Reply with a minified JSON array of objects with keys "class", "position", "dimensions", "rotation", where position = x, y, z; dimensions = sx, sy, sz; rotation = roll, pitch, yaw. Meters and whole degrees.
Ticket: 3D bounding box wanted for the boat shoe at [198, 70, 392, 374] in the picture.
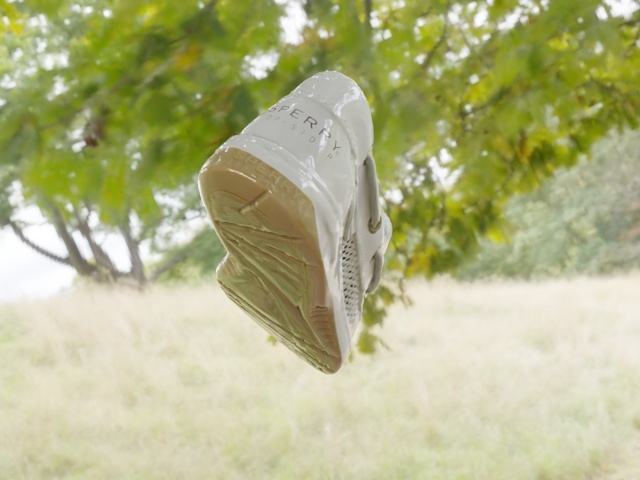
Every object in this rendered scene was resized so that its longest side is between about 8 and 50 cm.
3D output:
[{"class":"boat shoe","position":[0.000,0.000,0.568],"dimensions":[0.096,0.098,0.277],"rotation":[-52,-11,-18]}]
